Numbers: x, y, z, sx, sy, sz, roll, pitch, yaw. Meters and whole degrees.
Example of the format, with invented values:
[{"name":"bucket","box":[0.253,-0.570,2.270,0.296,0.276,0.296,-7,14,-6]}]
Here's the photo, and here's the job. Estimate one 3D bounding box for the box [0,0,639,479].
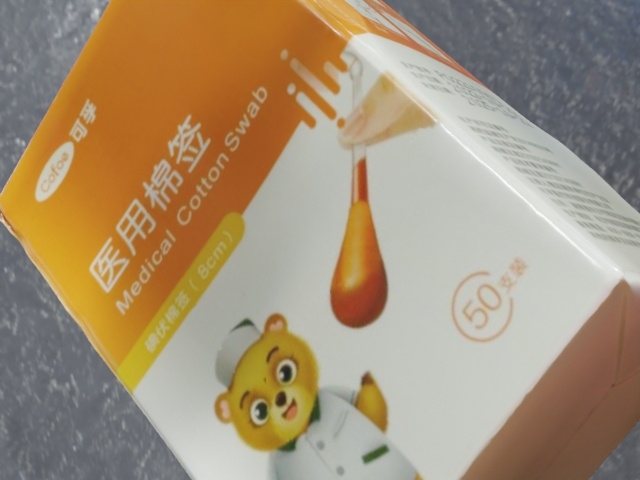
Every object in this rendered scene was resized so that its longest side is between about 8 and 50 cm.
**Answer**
[{"name":"box","box":[0.000,0.000,0.604,0.143,0.225,0.341,9,31,-53]}]
